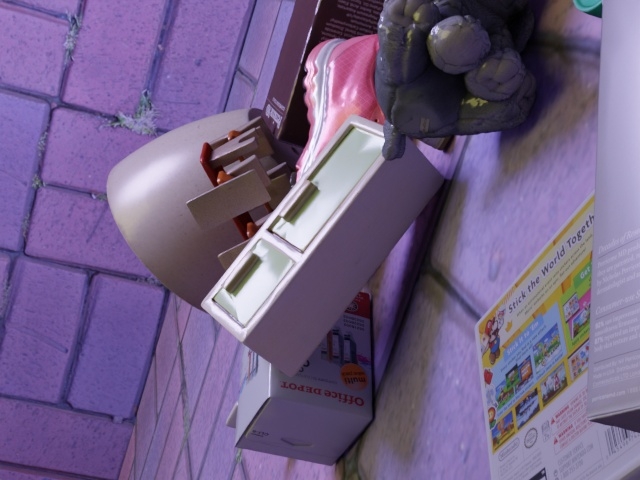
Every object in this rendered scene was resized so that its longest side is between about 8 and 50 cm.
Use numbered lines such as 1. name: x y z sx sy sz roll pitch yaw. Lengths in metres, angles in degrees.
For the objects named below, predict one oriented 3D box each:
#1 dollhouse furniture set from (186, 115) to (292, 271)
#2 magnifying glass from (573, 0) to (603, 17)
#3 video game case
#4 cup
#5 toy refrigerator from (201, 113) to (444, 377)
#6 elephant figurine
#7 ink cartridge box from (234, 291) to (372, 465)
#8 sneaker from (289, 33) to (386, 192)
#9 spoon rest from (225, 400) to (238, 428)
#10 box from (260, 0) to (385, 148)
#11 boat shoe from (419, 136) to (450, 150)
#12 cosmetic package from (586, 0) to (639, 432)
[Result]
1. dollhouse furniture set: -0.089 -0.009 1.183 0.135 0.259 0.262 -26 20 8
2. magnifying glass: 0.248 -0.292 0.721 0.092 0.026 0.231 -170 95 -75
3. video game case: 0.177 0.085 0.623 0.227 0.026 0.206 119 159 -46
4. cup: -0.138 -0.075 1.451 0.237 0.331 0.331 -41 28 20
5. toy refrigerator: 0.000 0.000 0.966 0.269 0.094 0.102 -52 38 -4
6. elephant figurine: 0.143 -0.220 0.852 0.169 0.186 0.239 57 -138 -47
7. ink cartridge box: -0.019 0.153 1.068 0.127 0.128 0.176 121 157 -46
8. sneaker: 0.048 -0.115 1.117 0.136 0.116 0.314 -9 76 42
9. spoon rest: -0.064 0.172 1.348 0.276 0.084 0.137 -72 9 -49
10. box: 0.038 -0.321 1.293 0.191 0.143 0.381 -125 49 -70
11. boat shoe: 0.118 -0.156 1.020 0.135 0.045 0.050 -94 24 -50
12. cosmetic package: 0.207 -0.025 0.427 0.107 0.127 0.238 134 149 -62
